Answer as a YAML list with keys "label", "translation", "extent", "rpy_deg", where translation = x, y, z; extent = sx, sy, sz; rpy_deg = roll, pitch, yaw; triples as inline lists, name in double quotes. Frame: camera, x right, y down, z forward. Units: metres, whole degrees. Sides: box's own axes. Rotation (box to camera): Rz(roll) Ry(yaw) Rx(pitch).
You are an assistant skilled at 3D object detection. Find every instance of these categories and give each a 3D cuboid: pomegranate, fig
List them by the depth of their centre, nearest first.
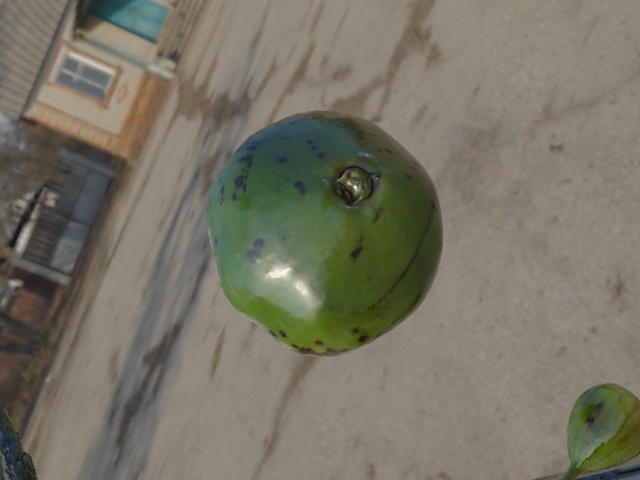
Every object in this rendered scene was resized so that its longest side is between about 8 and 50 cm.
- label: "pomegranate"
  translation: [0.000, 0.000, 0.975]
  extent: [0.270, 0.254, 0.254]
  rpy_deg: [124, 162, -53]
- label: "fig"
  translation: [0.299, 0.232, 1.066]
  extent: [0.166, 0.093, 0.093]
  rpy_deg: [-36, 18, 2]

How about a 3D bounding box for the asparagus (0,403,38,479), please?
- label: "asparagus"
  translation: [-0.356, 0.239, 1.063]
  extent: [0.165, 0.036, 0.030]
  rpy_deg: [41, 134, 48]

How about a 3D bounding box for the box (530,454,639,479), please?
- label: "box"
  translation: [0.410, 0.365, 1.326]
  extent: [0.310, 0.198, 0.084]
  rpy_deg: [-20, 76, 19]
